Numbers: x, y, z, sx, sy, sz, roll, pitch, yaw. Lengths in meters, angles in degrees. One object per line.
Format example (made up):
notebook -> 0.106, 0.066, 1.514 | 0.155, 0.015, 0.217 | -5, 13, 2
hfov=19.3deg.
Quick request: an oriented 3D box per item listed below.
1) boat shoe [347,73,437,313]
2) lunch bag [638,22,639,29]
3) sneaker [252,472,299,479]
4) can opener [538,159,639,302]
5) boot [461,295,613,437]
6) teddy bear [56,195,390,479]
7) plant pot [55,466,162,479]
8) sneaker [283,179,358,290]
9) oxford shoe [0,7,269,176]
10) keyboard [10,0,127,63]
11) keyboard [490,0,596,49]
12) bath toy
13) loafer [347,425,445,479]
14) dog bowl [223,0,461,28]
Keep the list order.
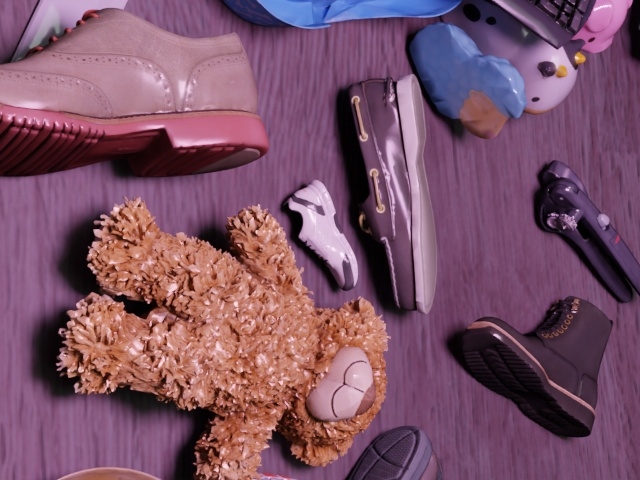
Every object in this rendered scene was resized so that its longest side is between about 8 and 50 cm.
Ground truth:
boat shoe -> 0.069, -0.042, 1.790 | 0.081, 0.069, 0.227 | -17, 102, -78
lunch bag -> 0.468, -0.282, 2.067 | 0.262, 0.160, 0.223 | 11, 80, -29
sneaker -> -0.065, 0.248, 1.669 | 0.158, 0.061, 0.065 | 0, 105, -33
can opener -> 0.290, -0.002, 1.958 | 0.186, 0.059, 0.073 | 49, 58, -22
boot -> 0.221, 0.094, 1.895 | 0.198, 0.077, 0.137 | 44, 55, -41
teddy bear -> -0.071, 0.090, 1.628 | 0.338, 0.113, 0.245 | 42, 56, -24
plant pot -> -0.180, 0.306, 1.550 | 0.236, 0.032, 0.236 | 7, 78, -33
sneaker -> 0.000, 0.000, 1.753 | 0.044, 0.040, 0.109 | -27, 99, -20
oxford shoe -> -0.209, -0.127, 1.557 | 0.348, 0.123, 0.130 | 2, 74, -36
keyboard -> -0.192, -0.241, 1.645 | 0.072, 0.014, 0.256 | 32, 66, -25
keyboard -> 0.146, -0.334, 1.789 | 0.317, 0.033, 0.201 | 35, 52, -17
bath toy -> 0.248, -0.243, 1.910 | 0.348, 0.129, 0.151 | -44, 111, -33
loafer -> 0.041, 0.292, 1.716 | 0.084, 0.096, 0.267 | 54, 55, -27
dog bowl -> 0.016, -0.280, 1.770 | 0.297, 0.074, 0.166 | -11, 92, -39
